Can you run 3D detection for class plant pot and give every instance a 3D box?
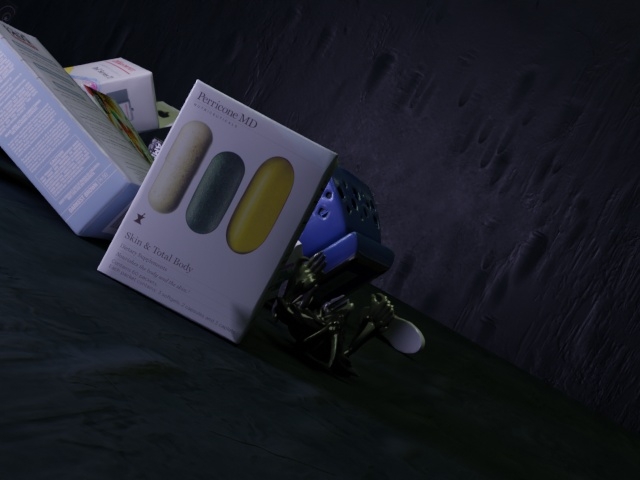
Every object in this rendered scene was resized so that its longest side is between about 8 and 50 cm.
[{"bbox_3d":[0.000,0.000,2.015,0.236,0.236,0.212,25,36,-61],"label":"plant pot"}]

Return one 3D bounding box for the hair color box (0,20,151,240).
[{"bbox_3d":[-0.397,-0.167,1.481,0.374,0.113,0.185,47,7,13],"label":"hair color box"}]

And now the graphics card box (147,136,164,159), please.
[{"bbox_3d":[-0.269,-0.105,2.484,0.371,0.094,0.233,28,-12,4],"label":"graphics card box"}]

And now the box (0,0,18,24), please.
[{"bbox_3d":[-0.652,-0.336,1.653,0.163,0.247,0.142,30,2,24],"label":"box"}]

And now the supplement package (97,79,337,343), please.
[{"bbox_3d":[-0.123,-0.037,1.286,0.199,0.262,0.198,28,2,0],"label":"supplement package"}]

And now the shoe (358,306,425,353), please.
[{"bbox_3d":[0.167,0.192,2.106,0.178,0.063,0.081,25,5,41],"label":"shoe"}]

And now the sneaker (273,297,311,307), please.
[{"bbox_3d":[-0.090,0.085,1.777,0.158,0.061,0.065,30,-24,10],"label":"sneaker"}]

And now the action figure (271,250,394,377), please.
[{"bbox_3d":[0.007,0.099,1.427,0.164,0.141,0.276,40,-1,-10],"label":"action figure"}]

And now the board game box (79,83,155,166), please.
[{"bbox_3d":[-0.312,-0.115,1.688,0.305,0.053,0.193,57,3,0],"label":"board game box"}]

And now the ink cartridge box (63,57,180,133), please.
[{"bbox_3d":[-0.449,-0.271,1.935,0.353,0.119,0.207,-16,25,-25],"label":"ink cartridge box"}]

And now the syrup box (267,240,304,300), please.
[{"bbox_3d":[-0.123,0.003,1.722,0.093,0.096,0.237,-21,38,-22],"label":"syrup box"}]
